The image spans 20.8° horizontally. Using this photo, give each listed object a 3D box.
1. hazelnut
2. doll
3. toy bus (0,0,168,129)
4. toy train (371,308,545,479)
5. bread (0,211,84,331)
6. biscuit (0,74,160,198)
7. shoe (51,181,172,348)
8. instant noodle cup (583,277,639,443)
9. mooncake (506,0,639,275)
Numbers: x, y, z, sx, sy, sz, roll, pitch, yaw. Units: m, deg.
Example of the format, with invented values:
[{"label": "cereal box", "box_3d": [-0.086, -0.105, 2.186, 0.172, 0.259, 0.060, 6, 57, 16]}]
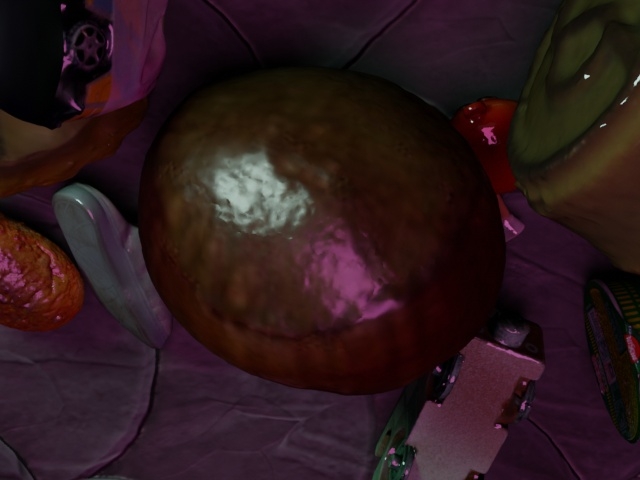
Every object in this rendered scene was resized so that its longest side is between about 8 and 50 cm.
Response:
[{"label": "hazelnut", "box_3d": [0.000, 0.000, 1.923, 0.421, 0.352, 0.421, 5, 155, 2]}, {"label": "doll", "box_3d": [0.205, -0.092, 2.028, 0.183, 0.085, 0.217, -29, 132, 17]}, {"label": "toy bus", "box_3d": [-0.241, -0.311, 1.770, 0.162, 0.171, 0.386, -10, 106, -46]}, {"label": "toy train", "box_3d": [0.171, 0.206, 2.141, 0.129, 0.159, 0.326, 18, 119, -10]}, {"label": "bread", "box_3d": [-0.390, 0.019, 2.029, 0.139, 0.095, 0.269, -31, 128, 23]}, {"label": "biscuit", "box_3d": [-0.340, -0.205, 1.892, 0.329, 0.078, 0.335, -28, 117, -14]}, {"label": "shoe", "box_3d": [-0.228, 0.016, 2.056, 0.100, 0.103, 0.251, -43, 132, -23]}, {"label": "instant noodle cup", "box_3d": [0.459, 0.121, 2.097, 0.233, 0.207, 0.207, -12, 118, -4]}, {"label": "mooncake", "box_3d": [0.371, -0.165, 1.816, 0.246, 0.394, 0.393, 34, 81, -14]}]
